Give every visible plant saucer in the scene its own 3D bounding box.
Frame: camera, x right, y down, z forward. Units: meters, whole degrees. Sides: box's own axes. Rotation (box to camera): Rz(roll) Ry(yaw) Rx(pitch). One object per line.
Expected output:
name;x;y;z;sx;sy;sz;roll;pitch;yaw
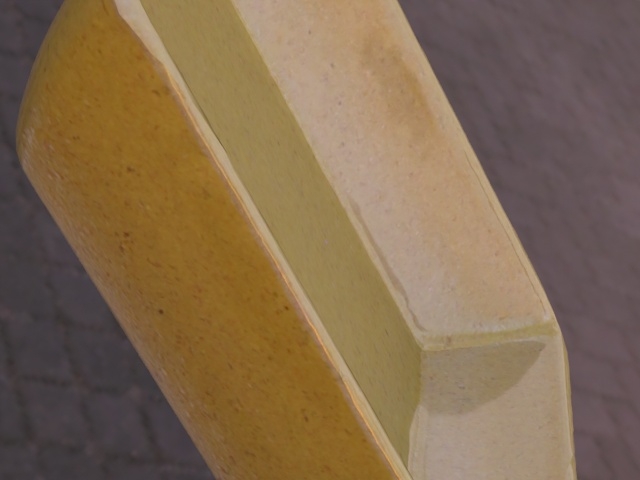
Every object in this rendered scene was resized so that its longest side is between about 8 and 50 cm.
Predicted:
plant saucer;0.000;0.000;0.666;0.332;0.081;0.333;60;17;-21
